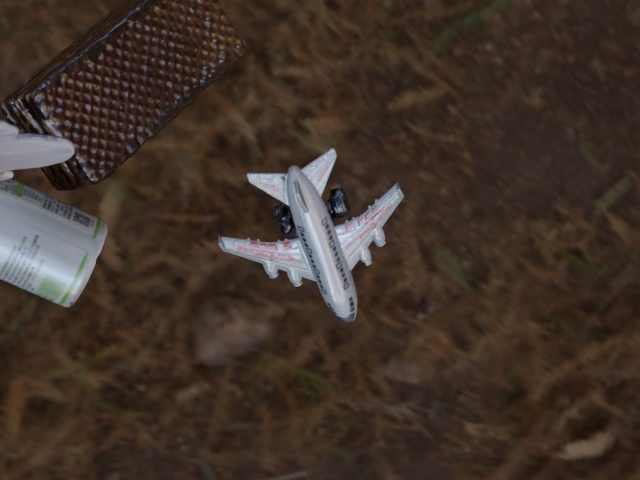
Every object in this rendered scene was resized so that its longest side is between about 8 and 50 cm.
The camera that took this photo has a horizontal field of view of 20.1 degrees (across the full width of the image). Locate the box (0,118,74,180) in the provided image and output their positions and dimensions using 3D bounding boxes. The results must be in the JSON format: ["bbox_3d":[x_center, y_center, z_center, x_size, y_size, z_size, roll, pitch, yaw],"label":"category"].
[{"bbox_3d":[-0.308,0.034,1.219,0.291,0.262,0.206,0,76,-21],"label":"box"}]

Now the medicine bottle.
[{"bbox_3d":[-0.287,-0.014,1.590,0.183,0.086,0.086,25,88,-12],"label":"medicine bottle"}]

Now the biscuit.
[{"bbox_3d":[-0.175,-0.155,1.669,0.070,0.106,0.252,-8,30,49],"label":"biscuit"}]

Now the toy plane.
[{"bbox_3d":[0.000,0.000,1.549,0.162,0.171,0.065,-16,41,7],"label":"toy plane"}]
